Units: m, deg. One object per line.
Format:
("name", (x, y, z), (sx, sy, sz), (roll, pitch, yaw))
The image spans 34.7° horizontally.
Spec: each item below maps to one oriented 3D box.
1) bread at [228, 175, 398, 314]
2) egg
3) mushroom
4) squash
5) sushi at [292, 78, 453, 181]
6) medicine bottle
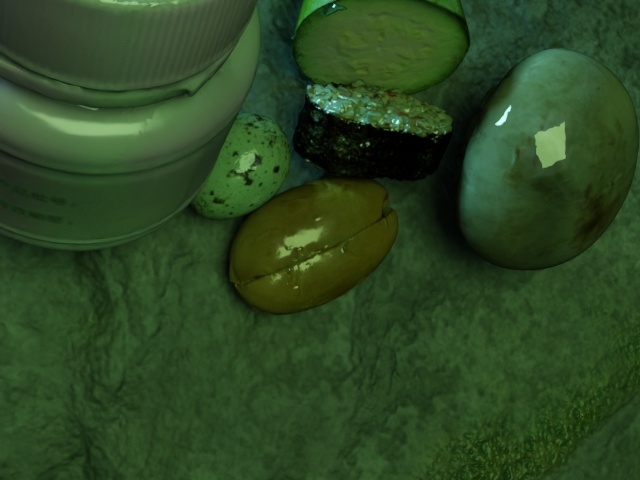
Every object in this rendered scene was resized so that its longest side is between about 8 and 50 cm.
("bread", (0.000, 0.000, 0.972), (0.189, 0.077, 0.114), (-28, 93, -21))
("egg", (-0.076, -0.066, 0.935), (0.085, 0.085, 0.110), (40, 83, -17))
("mushroom", (0.214, -0.079, 1.025), (0.226, 0.178, 0.226), (-29, 127, -47))
("squash", (0.057, -0.223, 0.973), (0.170, 0.170, 0.123), (9, 70, -24))
("sushi", (0.053, -0.104, 0.983), (0.150, 0.090, 0.078), (7, 119, -20))
("medicine bottle", (-0.168, -0.161, 0.743), (0.256, 0.325, 0.256), (8, 63, -15))
